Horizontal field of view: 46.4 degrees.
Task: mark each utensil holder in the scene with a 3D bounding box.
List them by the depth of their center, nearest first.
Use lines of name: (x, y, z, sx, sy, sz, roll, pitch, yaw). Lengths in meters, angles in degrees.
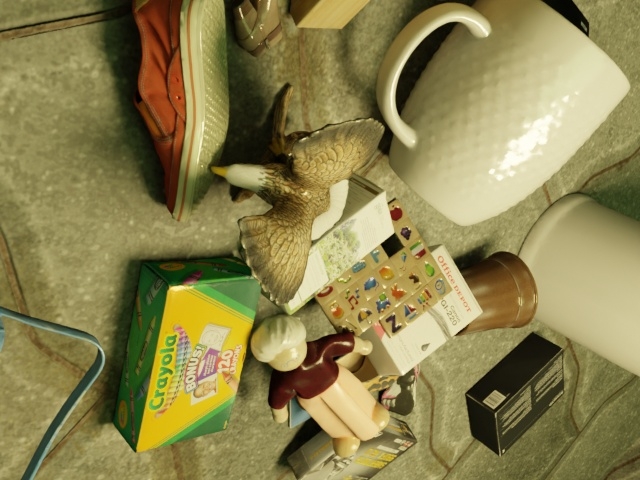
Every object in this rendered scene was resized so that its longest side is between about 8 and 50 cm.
utensil holder: (0.685, 0.113, 1.693, 0.327, 0.385, 0.328, -22, 127, -32)

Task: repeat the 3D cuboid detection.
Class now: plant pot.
plant pot: (0.329, 0.119, 1.542, 0.165, 0.167, 0.167, -13, 122, -29)

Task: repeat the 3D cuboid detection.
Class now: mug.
mug: (0.242, -0.217, 1.177, 0.374, 0.276, 0.328, 28, 108, -39)

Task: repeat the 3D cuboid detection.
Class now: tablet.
tablet: (-0.037, 0.315, 1.420, 0.054, 0.006, 0.083, -21, 127, -34)

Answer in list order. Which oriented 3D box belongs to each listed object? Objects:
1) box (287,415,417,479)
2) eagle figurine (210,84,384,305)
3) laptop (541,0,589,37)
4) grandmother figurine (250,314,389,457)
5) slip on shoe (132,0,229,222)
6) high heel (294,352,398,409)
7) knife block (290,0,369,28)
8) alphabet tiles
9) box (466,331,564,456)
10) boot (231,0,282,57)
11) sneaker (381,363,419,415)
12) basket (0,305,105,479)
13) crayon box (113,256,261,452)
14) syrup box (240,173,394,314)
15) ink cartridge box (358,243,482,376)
box: (0.069, 0.418, 1.491, 0.183, 0.056, 0.231, -41, 143, 10)
eagle figurine: (-0.035, -0.063, 0.985, 0.225, 0.298, 0.226, -20, 114, -15)
laptop: (0.404, -0.340, 1.438, 0.264, 0.137, 0.234, -42, 142, 22)
grandmother figurine: (-0.002, 0.230, 1.241, 0.208, 0.104, 0.342, -46, 131, -7)
slip on shoe: (-0.179, -0.167, 0.942, 0.123, 0.101, 0.331, -68, 168, -48)
high heel: (0.067, 0.223, 1.396, 0.261, 0.093, 0.186, -52, 140, -2)
knife block: (0.079, -0.386, 0.937, 0.088, 0.242, 0.276, -10, 121, -38)
alphabet tiles: (0.101, 0.069, 1.314, 0.237, 0.009, 0.198, -34, 96, -23)
box: (0.498, 0.388, 1.892, 0.261, 0.103, 0.184, -36, 131, -23)
boot: (-0.071, -0.307, 0.999, 0.118, 0.042, 0.087, -45, 143, -11)
sneaker: (0.180, 0.292, 1.566, 0.077, 0.072, 0.178, -55, 162, -49)
basket: (-0.423, 0.177, 0.833, 0.289, 0.201, 0.255, 29, 92, -38)
crayon box: (-0.201, 0.167, 1.124, 0.165, 0.081, 0.279, -3, 116, -42)
syrup box: (0.000, 0.000, 1.201, 0.237, 0.096, 0.093, -38, 136, -20)
ink cartridge box: (0.171, 0.128, 1.389, 0.217, 0.092, 0.159, -33, 95, -27)
